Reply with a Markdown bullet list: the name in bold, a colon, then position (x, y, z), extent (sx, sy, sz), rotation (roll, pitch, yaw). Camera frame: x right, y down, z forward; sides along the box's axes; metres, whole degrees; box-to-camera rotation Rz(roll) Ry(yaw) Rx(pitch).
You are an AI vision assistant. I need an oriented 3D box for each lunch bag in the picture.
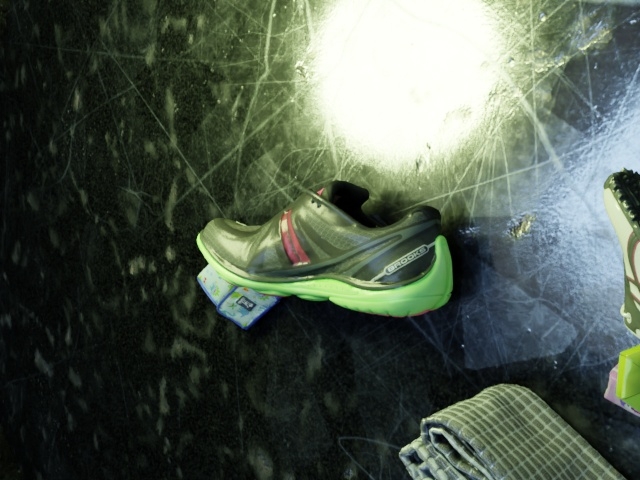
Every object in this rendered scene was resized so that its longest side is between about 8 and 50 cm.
- **lunch bag**: position (-0.157, 0.089, 1.238), extent (0.129, 0.096, 0.151), rotation (-43, 80, 32)

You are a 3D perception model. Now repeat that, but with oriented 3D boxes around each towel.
- **towel**: position (0.270, 0.316, 0.764), extent (0.284, 0.235, 0.121), rotation (45, 117, 30)

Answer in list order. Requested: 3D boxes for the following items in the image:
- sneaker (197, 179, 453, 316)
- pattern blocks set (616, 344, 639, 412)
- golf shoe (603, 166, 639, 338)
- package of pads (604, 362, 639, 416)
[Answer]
- **sneaker**: position (0.000, 0.000, 1.035), extent (0.482, 0.185, 0.202), rotation (6, 92, 31)
- **pattern blocks set**: position (0.448, 0.153, 0.610), extent (0.285, 0.026, 0.325), rotation (-1, 91, 8)
- **golf shoe**: position (0.387, 0.050, 0.708), extent (0.120, 0.105, 0.273), rotation (-42, 69, 52)
- **package of pads**: position (0.397, 0.193, 0.756), extent (0.083, 0.032, 0.050), rotation (29, 147, 37)
